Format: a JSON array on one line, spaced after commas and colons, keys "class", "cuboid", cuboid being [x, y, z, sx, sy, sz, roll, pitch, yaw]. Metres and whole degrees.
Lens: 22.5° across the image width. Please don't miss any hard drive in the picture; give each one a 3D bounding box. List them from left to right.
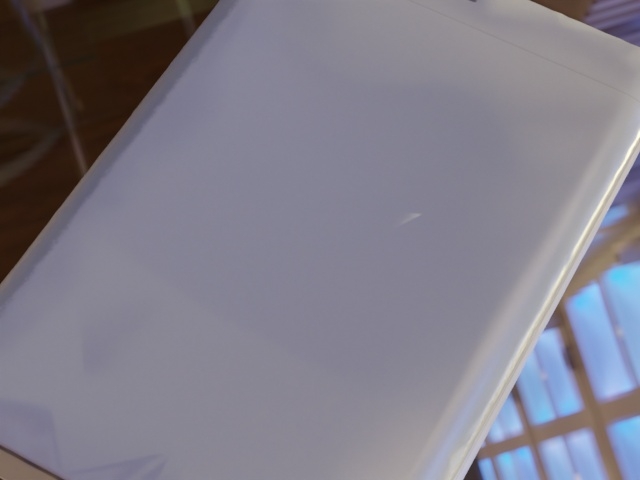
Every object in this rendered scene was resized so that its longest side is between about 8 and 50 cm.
[{"class": "hard drive", "cuboid": [0.000, 0.000, 0.694, 0.307, 0.203, 0.040, -57, 164, -29]}]
